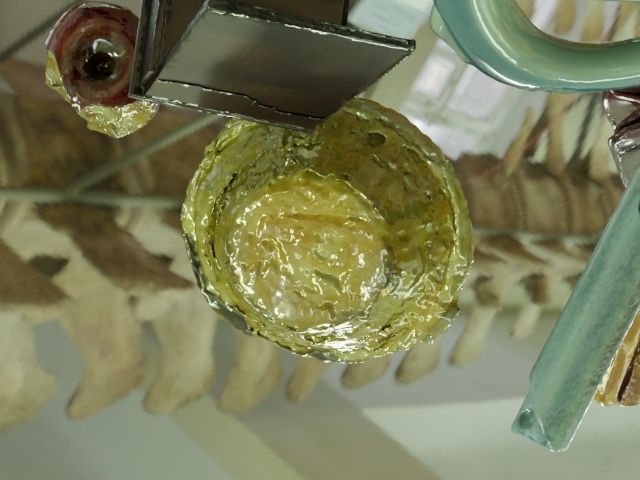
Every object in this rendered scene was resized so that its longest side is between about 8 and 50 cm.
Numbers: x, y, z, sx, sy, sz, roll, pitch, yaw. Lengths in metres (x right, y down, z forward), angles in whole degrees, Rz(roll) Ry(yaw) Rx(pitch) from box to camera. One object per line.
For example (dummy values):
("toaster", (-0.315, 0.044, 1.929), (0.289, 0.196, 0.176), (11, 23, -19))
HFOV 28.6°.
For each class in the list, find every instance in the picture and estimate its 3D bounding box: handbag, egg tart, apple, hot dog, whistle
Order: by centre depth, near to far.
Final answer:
("whistle", (0.259, 0.040, 1.113), (0.062, 0.312, 0.062), (28, 176, 2))
("handbag", (0.399, -0.127, 1.277), (0.203, 0.216, 0.073), (28, -129, -67))
("egg tart", (-0.001, 0.000, 1.393), (0.341, 0.341, 0.132), (30, -159, 3))
("apple", (-0.261, -0.212, 1.548), (0.156, 0.147, 0.158), (25, 173, -3))
("hot dog", (0.436, 0.116, 1.714), (0.104, 0.250, 0.076), (1, -153, -22))

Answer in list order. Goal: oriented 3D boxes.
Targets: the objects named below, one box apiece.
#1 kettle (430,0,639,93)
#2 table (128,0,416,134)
("kettle", (0.213, -0.232, 0.803), (0.342, 0.319, 0.247), (-9, -142, 3))
("table", (-0.040, -0.263, 1.151), (0.196, 0.250, 0.282), (11, 168, -17))
